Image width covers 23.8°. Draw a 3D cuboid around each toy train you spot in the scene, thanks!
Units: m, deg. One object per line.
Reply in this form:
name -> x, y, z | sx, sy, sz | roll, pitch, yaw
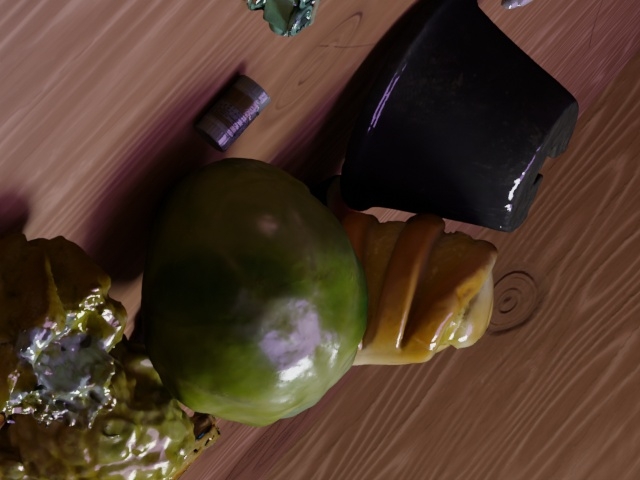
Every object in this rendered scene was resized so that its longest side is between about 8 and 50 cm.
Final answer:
toy train -> -0.012, -0.294, 1.586 | 0.118, 0.074, 0.176 | -47, 165, -31

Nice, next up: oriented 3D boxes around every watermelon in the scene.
watermelon -> -0.014, -0.015, 2.344 | 0.145, 0.137, 0.193 | -18, 179, 20

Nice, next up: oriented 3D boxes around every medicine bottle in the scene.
medicine bottle -> -0.101, -0.146, 1.745 | 0.083, 0.047, 0.047 | -49, 167, -11

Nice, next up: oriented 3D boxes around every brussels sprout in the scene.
brussels sprout -> -0.079, 0.067, 1.810 | 0.268, 0.344, 0.344 | -6, 161, -1

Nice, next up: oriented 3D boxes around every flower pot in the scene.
flower pot -> 0.222, -0.165, 2.247 | 0.379, 0.251, 0.379 | -52, 163, -24

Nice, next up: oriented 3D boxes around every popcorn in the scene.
popcorn -> -0.290, 0.231, 1.851 | 0.252, 0.205, 0.237 | -23, 176, -12

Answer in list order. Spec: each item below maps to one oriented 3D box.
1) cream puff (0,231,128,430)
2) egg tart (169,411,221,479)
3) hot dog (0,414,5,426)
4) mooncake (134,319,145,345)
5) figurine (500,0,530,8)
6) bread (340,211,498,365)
cream puff -> -0.289, 0.080, 1.498 | 0.194, 0.195, 0.221 | -51, 156, 3
egg tart -> -0.282, 0.368, 2.459 | 0.291, 0.107, 0.291 | -46, 177, -3
hot dog -> -0.432, 0.216, 1.584 | 0.104, 0.076, 0.250 | -36, 175, 37
mooncake -> -0.127, 0.090, 2.129 | 0.283, 0.141, 0.283 | -45, 166, -15
figurine -> 0.263, -0.408, 2.024 | 0.421, 0.154, 0.193 | -4, 119, -65
bread -> 0.118, 0.055, 2.155 | 0.316, 0.270, 0.211 | -45, 129, -73
